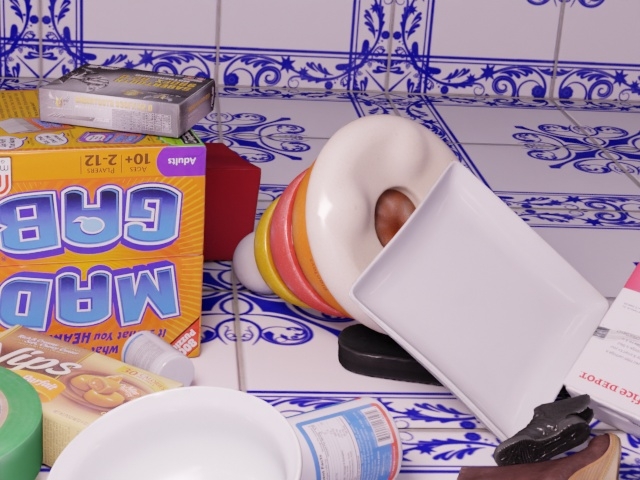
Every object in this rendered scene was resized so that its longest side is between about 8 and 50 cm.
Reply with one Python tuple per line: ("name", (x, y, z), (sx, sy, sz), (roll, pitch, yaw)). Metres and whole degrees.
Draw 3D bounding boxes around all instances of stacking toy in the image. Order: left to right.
("stacking toy", (0.000, 0.000, 2.135), (0.350, 0.351, 0.480), (-14, 1, -39))

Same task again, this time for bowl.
("bowl", (-0.158, 0.315, 1.459), (0.297, 0.134, 0.298), (-7, 34, 5))

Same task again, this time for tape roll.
("tape roll", (-0.504, 0.244, 1.557), (0.321, 0.077, 0.321), (4, 21, -2))

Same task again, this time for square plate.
("square plate", (0.241, 0.096, 1.909), (0.344, 0.049, 0.347), (43, 52, -2))

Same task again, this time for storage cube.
("storage cube", (-0.245, -0.078, 2.432), (0.193, 0.215, 0.183), (-1, 20, -30))

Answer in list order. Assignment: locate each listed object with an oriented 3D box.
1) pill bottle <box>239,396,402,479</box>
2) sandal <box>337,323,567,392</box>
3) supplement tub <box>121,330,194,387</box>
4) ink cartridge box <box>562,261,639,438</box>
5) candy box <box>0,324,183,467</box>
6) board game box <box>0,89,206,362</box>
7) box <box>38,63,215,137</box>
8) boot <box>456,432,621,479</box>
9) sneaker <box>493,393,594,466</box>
("pill bottle", (-0.015, 0.283, 1.635), (0.221, 0.124, 0.124), (-10, 25, -32))
("sandal", (0.250, 0.164, 2.017), (0.445, 0.107, 0.167), (4, 20, 2))
("supplement tub", (-0.248, 0.186, 1.923), (0.071, 0.071, 0.107), (-12, 26, -36))
("ink cartridge box", (0.499, 0.172, 1.884), (0.172, 0.100, 0.237), (22, 69, 40))
("candy box", (-0.371, 0.223, 1.777), (0.316, 0.088, 0.183), (15, 23, 28))
("board game box", (-0.402, -0.032, 2.064), (0.356, 0.356, 0.356), (-3, 22, -18))
("box", (-0.303, -0.224, 2.006), (0.231, 0.056, 0.183), (8, 21, 12))
("boot", (0.289, 0.308, 1.676), (0.206, 0.090, 0.248), (5, 15, 15))
("sneaker", (0.316, 0.269, 1.796), (0.170, 0.051, 0.089), (-19, 19, -4))
